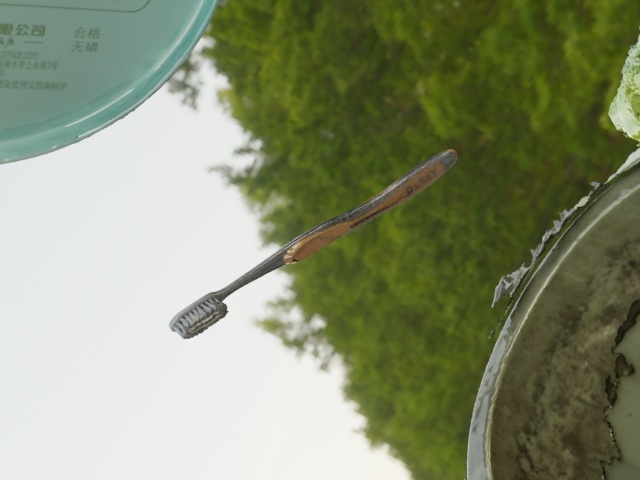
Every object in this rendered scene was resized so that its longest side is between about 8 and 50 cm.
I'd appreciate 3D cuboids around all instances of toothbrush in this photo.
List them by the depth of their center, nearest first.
[{"bbox_3d":[-0.001,-0.001,1.333,0.321,0.031,0.023,-34,-47,-18],"label":"toothbrush"}]

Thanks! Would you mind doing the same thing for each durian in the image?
[{"bbox_3d":[0.375,-0.152,1.540,0.375,0.132,0.106,70,-157,-69],"label":"durian"}]

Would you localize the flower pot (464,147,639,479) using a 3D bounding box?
[{"bbox_3d":[0.258,0.109,0.847,0.290,0.259,0.290,-51,19,25],"label":"flower pot"}]

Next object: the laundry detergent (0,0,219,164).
[{"bbox_3d":[-0.225,-0.245,0.859,0.287,0.305,0.287,-13,-44,-13],"label":"laundry detergent"}]
